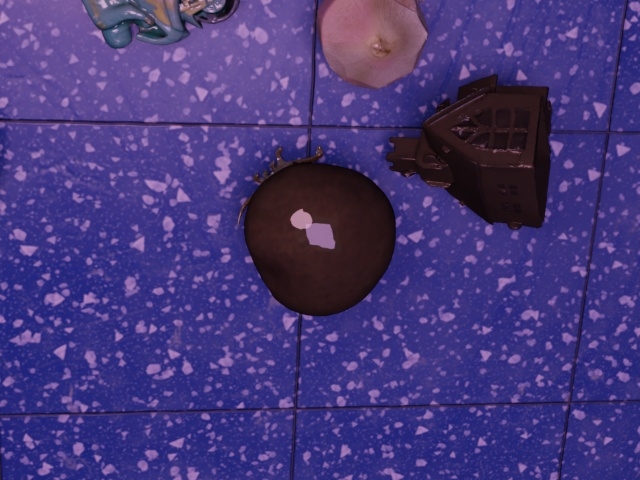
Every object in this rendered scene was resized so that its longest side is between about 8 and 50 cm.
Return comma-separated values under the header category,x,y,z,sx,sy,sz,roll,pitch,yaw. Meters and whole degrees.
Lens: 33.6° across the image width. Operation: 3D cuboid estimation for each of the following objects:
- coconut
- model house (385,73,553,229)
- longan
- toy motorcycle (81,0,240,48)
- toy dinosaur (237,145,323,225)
category,x,y,z,sx,sy,sz,roll,pitch,yaw
coconut,0.080,-0.308,1.552,0.171,0.183,0.171,-4,113,-9
model house,0.228,-0.152,1.648,0.243,0.211,0.204,4,66,18
longan,0.000,0.000,1.630,0.246,0.215,0.246,0,99,-1
toy motorcycle,-0.276,-0.379,1.524,0.296,0.109,0.198,36,110,-20
toy dinosaur,-0.077,-0.101,1.677,0.180,0.037,0.058,-38,106,4
